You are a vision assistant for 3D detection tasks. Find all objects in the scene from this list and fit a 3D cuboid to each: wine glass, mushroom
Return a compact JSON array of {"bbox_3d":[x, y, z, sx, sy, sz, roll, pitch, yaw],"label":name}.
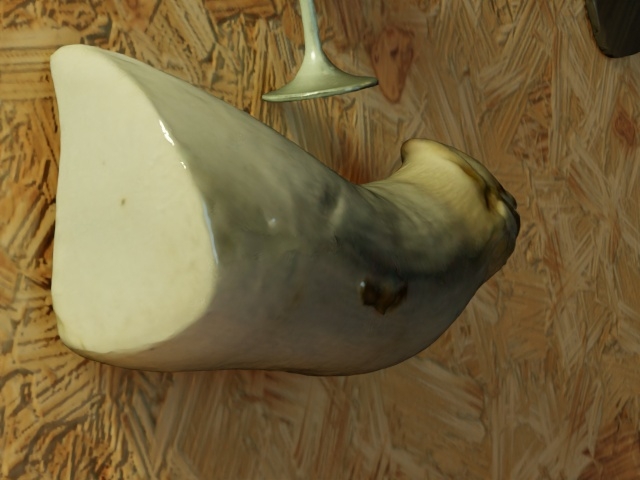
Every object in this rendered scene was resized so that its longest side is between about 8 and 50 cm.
[{"bbox_3d":[-0.015,-0.188,1.176,0.079,0.079,0.196,-24,108,-57],"label":"wine glass"},{"bbox_3d":[0.001,0.000,1.139,0.397,0.126,0.177,13,67,-54],"label":"mushroom"}]

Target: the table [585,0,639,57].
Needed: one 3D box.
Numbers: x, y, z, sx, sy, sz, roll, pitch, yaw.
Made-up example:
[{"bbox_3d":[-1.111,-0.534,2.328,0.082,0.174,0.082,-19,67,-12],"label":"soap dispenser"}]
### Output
[{"bbox_3d":[0.383,-0.344,1.688,0.317,0.249,0.317,12,76,-58],"label":"table"}]
